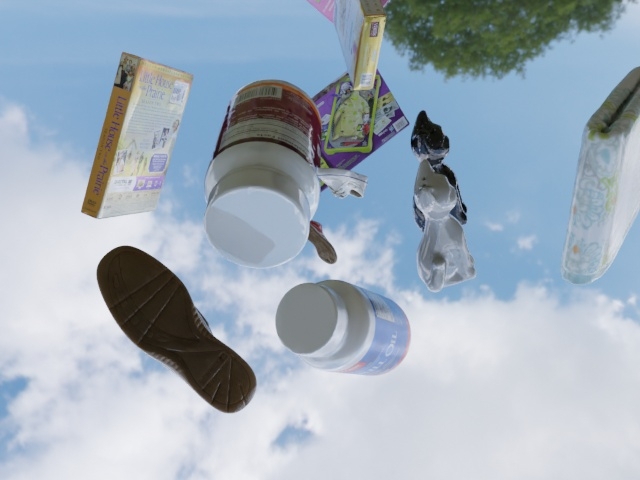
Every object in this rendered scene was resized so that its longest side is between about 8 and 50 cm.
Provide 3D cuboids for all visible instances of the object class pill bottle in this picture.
[{"bbox_3d":[0.033,0.122,0.839,0.124,0.221,0.124,-8,-107,28],"label":"pill bottle"},{"bbox_3d":[-0.109,-0.142,1.213,0.224,0.224,0.392,3,-140,-1],"label":"pill bottle"}]

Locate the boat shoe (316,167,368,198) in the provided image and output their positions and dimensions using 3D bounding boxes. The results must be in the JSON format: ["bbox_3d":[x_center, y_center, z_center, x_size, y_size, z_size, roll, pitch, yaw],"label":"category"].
[{"bbox_3d":[0.028,-0.071,0.773,0.035,0.035,0.100,6,180,33],"label":"boat shoe"}]

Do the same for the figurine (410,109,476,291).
[{"bbox_3d":[0.178,-0.063,0.937,0.092,0.209,0.215,-9,-140,14],"label":"figurine"}]

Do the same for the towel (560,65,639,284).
[{"bbox_3d":[0.574,-0.135,1.188,0.090,0.321,0.374,16,-140,34],"label":"towel"}]

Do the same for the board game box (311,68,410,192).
[{"bbox_3d":[0.035,-0.273,1.525,0.346,0.208,0.056,-37,-146,1],"label":"board game box"}]

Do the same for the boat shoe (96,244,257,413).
[{"bbox_3d":[-0.251,0.155,1.031,0.342,0.123,0.123,48,-112,-13],"label":"boat shoe"}]

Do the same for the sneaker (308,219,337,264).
[{"bbox_3d":[0.000,0.000,1.405,0.118,0.042,0.067,51,-166,-8],"label":"sneaker"}]

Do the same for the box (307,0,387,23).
[{"bbox_3d":[0.077,-0.701,1.616,0.243,0.117,0.214,39,-114,-6],"label":"box"}]

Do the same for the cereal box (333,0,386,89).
[{"bbox_3d":[0.071,-0.446,1.211,0.047,0.173,0.240,-6,-126,-9],"label":"cereal box"}]

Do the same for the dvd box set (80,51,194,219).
[{"bbox_3d":[-0.487,-0.273,1.633,0.062,0.421,0.307,21,-168,10],"label":"dvd box set"}]
